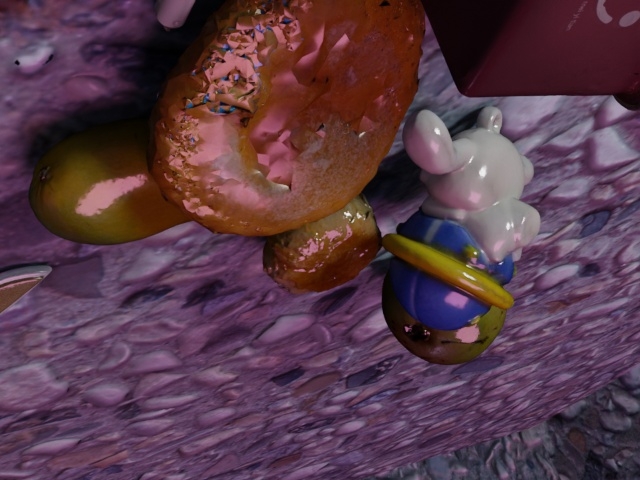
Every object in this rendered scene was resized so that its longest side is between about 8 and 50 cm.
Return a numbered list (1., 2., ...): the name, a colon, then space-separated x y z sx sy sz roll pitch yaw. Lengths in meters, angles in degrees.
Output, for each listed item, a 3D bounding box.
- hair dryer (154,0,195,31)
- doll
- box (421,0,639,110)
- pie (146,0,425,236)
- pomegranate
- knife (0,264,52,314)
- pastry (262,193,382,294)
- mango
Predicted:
1. hair dryer: -0.078 -0.189 0.574 0.082 0.047 0.137 -7 157 -34
2. doll: 0.160 -0.020 0.931 0.243 0.159 0.311 -51 148 4
3. box: 0.180 -0.230 0.559 0.167 0.193 0.294 -6 152 -17
4. pie: -0.016 -0.114 0.685 0.273 0.069 0.273 -27 140 -25
5. pomegranate: 0.184 0.069 1.218 0.179 0.211 0.179 16 154 8
6. knife: -0.428 0.111 0.892 0.343 0.027 0.061 -32 151 10
7. pastry: 0.003 0.003 0.991 0.153 0.081 0.153 -21 156 -10
8. mango: -0.157 -0.056 0.736 0.191 0.085 0.122 -18 145 -34
